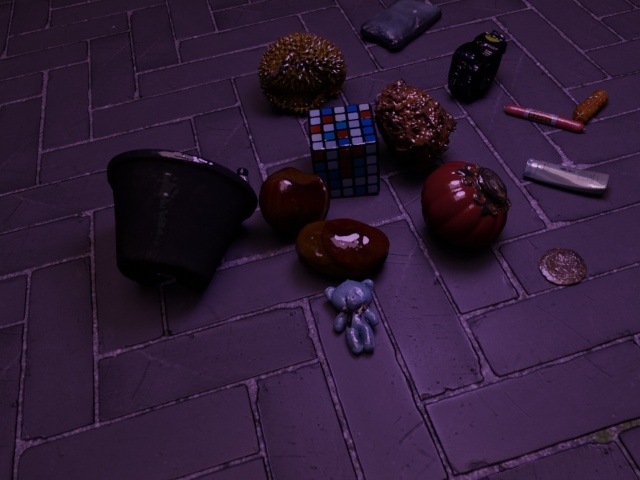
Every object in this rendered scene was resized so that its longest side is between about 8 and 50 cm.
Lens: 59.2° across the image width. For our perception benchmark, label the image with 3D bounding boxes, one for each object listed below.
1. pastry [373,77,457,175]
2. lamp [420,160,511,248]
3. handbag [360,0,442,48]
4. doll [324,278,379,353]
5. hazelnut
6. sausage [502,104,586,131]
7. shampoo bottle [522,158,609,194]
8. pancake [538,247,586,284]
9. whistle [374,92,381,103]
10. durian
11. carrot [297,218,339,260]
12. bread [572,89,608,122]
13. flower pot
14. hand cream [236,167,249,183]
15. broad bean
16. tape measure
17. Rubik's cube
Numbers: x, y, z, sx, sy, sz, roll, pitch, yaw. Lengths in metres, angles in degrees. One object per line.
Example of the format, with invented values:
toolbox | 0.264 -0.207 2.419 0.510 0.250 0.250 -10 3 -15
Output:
pastry | 0.263 -0.321 1.542 0.192 0.275 0.275 -31 51 4
lamp | 0.349 -0.084 1.384 0.226 0.227 0.227 -3 50 4
handbag | 0.298 -0.812 2.088 0.191 0.075 0.332 32 56 24
doll | 0.077 0.164 1.280 0.120 0.075 0.180 -11 49 1
hazelnut | -0.074 -0.100 1.453 0.177 0.178 0.204 19 13 21
sausage | 0.671 -0.369 1.694 0.253 0.034 0.034 22 55 24
shampoo bottle | 0.659 -0.173 1.518 0.212 0.049 0.072 17 58 20
pancake | 0.581 0.061 1.354 0.114 0.011 0.115 -3 50 4
whistle | 0.215 -0.446 1.807 0.100 0.035 0.035 31 60 26
durian | -0.053 -0.538 1.783 0.292 0.258 0.258 -3 50 -2
carrot | 0.001 0.000 1.456 0.035 0.036 0.165 32 62 29
bread | 0.816 -0.406 1.700 0.052 0.044 0.157 33 60 33
flower pot | -0.360 -0.030 1.365 0.379 0.379 0.251 5 67 10
hand cream | -0.231 -0.136 1.598 0.062 0.039 0.163 1 56 5
broad bean | 0.053 0.013 1.372 0.228 0.122 0.156 12 66 2
tape measure | 0.488 -0.535 1.757 0.199 0.186 0.112 -32 58 -25
Rubik's cube | 0.065 -0.247 1.558 0.182 0.187 0.184 -5 47 3
